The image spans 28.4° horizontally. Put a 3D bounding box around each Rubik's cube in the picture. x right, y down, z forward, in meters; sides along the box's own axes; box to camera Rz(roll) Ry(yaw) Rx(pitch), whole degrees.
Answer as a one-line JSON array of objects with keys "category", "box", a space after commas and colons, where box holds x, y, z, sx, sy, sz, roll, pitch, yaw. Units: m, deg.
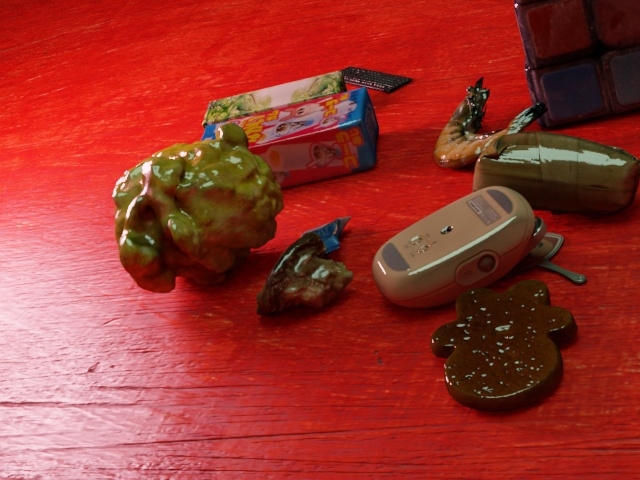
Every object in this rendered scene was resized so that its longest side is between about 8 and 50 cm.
[{"category": "Rubik's cube", "box": [0.490, -0.434, 2.085, 0.363, 0.359, 0.362, -9, 29, 15]}]

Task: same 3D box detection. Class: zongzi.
[{"category": "zongzi", "box": [0.354, -0.100, 1.845, 0.228, 0.115, 0.256, 6, 8, 17]}]

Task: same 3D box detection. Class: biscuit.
[{"category": "biscuit", "box": [0.219, 0.127, 1.521, 0.180, 0.039, 0.236, -8, 28, 15]}]

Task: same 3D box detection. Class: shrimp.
[{"category": "shrimp", "box": [0.291, -0.208, 2.072, 0.198, 0.051, 0.262, -15, 30, 32]}]

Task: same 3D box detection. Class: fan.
[{"category": "fan", "box": [0.283, 0.024, 1.715, 0.132, 0.009, 0.220, -29, 28, -21]}]

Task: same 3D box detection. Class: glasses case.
[{"category": "glasses case", "box": [-0.084, -0.250, 2.417, 0.272, 0.062, 0.095, -12, 33, 13]}]

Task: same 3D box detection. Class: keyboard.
[{"category": "keyboard", "box": [0.095, -0.319, 2.495, 0.067, 0.011, 0.202, -30, 29, -26]}]

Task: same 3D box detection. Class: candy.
[{"category": "candy", "box": [-0.057, -0.165, 2.193, 0.306, 0.100, 0.157, -13, 27, 12]}, {"category": "candy", "box": [0.001, 0.000, 1.911, 0.088, 0.038, 0.136, -23, 16, 20]}]

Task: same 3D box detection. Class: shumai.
[{"category": "shumai", "box": [-0.034, 0.062, 1.775, 0.139, 0.105, 0.123, -25, -18, -34]}]

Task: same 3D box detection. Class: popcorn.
[{"category": "popcorn", "box": [-0.188, -0.049, 1.911, 0.250, 0.235, 0.242, -33, 49, 10]}]

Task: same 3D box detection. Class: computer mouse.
[{"category": "computer mouse", "box": [0.184, 0.014, 1.702, 0.236, 0.082, 0.145, -29, 30, -5]}]
